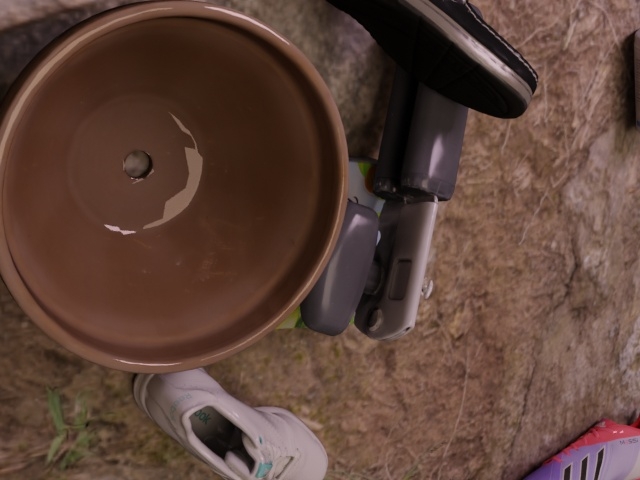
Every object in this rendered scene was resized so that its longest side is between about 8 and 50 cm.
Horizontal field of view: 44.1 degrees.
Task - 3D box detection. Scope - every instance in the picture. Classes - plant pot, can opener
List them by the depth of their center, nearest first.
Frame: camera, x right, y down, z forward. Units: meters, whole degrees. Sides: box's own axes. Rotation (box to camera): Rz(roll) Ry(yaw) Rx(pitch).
[{"bbox_3d":[-0.107,-0.039,0.531,0.237,0.110,0.237,-11,111,-29],"label":"plant pot"},{"bbox_3d":[0.062,-0.058,0.611,0.093,0.074,0.280,22,78,-30],"label":"can opener"}]

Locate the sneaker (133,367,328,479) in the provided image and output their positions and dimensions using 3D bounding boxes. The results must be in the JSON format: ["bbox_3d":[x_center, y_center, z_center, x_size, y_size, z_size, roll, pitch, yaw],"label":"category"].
[{"bbox_3d":[-0.058,0.172,0.647,0.212,0.094,0.080,40,83,-36],"label":"sneaker"}]

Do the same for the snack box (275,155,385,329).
[{"bbox_3d":[0.000,0.000,0.656,0.100,0.037,0.141,-1,106,-34],"label":"snack box"}]

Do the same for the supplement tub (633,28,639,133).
[{"bbox_3d":[0.357,-0.162,0.805,0.071,0.071,0.107,-26,120,-23],"label":"supplement tub"}]

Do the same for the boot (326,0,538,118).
[{"bbox_3d":[0.095,-0.219,0.564,0.236,0.085,0.178,38,80,-1],"label":"boot"}]

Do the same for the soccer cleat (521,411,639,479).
[{"bbox_3d":[0.323,0.263,0.943,0.248,0.083,0.095,-5,80,-26],"label":"soccer cleat"}]
